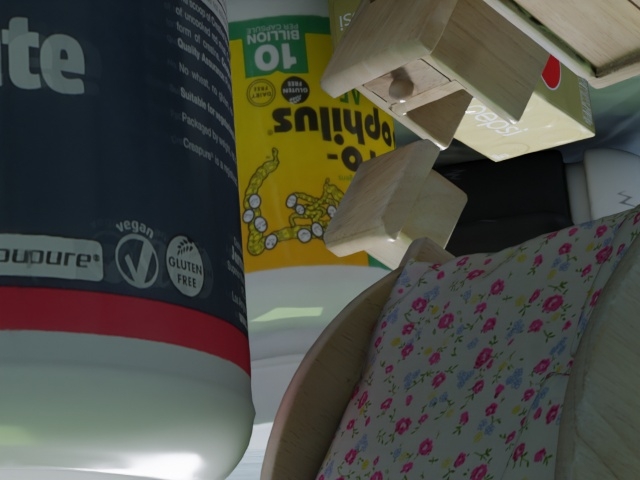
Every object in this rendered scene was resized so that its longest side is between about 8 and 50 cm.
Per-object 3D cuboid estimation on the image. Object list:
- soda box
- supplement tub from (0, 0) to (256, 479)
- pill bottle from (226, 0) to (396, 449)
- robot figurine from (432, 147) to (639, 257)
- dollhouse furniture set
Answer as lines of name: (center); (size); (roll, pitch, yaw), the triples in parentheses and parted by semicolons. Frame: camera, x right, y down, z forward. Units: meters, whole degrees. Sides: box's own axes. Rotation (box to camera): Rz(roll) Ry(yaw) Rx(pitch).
soda box: (0.073, -0.093, 0.846); (0.061, 0.058, 0.181); (-14, 161, 27)
supplement tub: (-0.123, -0.048, 0.551); (0.191, 0.272, 0.191); (-5, 164, -1)
pill bottle: (-0.017, -0.007, 0.840); (0.117, 0.208, 0.117); (-5, 164, -1)
robot figurine: (0.106, 0.036, 1.085); (0.278, 0.174, 0.209); (-8, -158, 9)
dollhouse furniture set: (0.000, 0.000, 0.541); (0.174, 0.356, 0.303); (35, 157, -19)
